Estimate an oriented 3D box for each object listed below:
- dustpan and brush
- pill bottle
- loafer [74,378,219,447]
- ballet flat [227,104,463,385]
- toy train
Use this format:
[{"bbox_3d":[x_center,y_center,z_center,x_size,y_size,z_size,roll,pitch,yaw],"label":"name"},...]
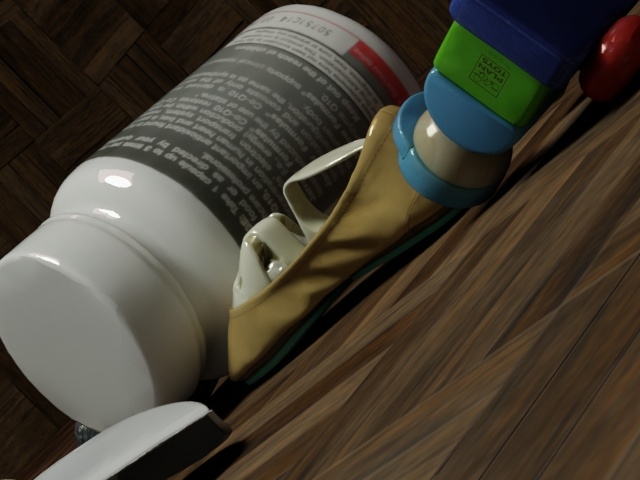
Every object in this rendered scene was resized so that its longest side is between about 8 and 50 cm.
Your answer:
[{"bbox_3d":[-0.110,0.134,1.014,0.147,0.060,0.211,-34,9,-5],"label":"dustpan and brush"},{"bbox_3d":[-0.067,-0.015,1.229,0.283,0.161,0.161,-43,2,-37],"label":"pill bottle"},{"bbox_3d":[-0.091,0.094,1.277,0.061,0.062,0.170,-14,25,36],"label":"loafer"},{"bbox_3d":[0.000,0.000,1.072,0.232,0.073,0.080,-42,3,43],"label":"ballet flat"},{"bbox_3d":[0.128,-0.126,0.953,0.248,0.105,0.143,-47,-9,-40],"label":"toy train"}]
